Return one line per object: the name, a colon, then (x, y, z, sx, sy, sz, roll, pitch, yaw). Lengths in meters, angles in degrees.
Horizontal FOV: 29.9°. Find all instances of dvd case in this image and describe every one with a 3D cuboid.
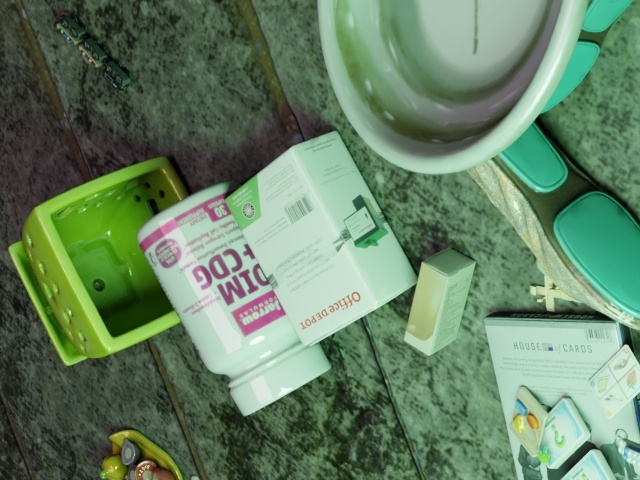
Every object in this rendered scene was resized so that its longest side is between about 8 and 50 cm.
dvd case: (0.285, 0.197, 1.354, 0.179, 0.029, 0.238, -2, 106, 44)

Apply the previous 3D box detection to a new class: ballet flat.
ballet flat: (0.245, -0.026, 1.260, 0.316, 0.107, 0.106, 56, 156, 17)
ballet flat: (0.253, -0.218, 1.186, 0.213, 0.072, 0.068, -57, 40, 41)

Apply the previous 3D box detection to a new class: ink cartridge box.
ink cartridge box: (0.000, 0.000, 1.493, 0.160, 0.092, 0.219, -33, 84, 46)

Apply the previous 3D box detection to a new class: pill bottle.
pill bottle: (-0.111, 0.077, 1.585, 0.160, 0.160, 0.283, -34, 84, 46)

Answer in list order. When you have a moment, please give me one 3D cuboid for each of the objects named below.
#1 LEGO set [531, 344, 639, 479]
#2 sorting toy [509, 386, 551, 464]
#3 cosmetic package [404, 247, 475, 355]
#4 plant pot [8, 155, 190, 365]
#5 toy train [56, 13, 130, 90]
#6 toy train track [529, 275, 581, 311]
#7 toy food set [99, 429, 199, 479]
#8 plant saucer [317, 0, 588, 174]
LEGO set: (0.310, 0.216, 1.239, 0.244, 0.060, 0.182, -57, 46, 42)
sorting toy: (0.240, 0.213, 1.352, 0.083, 0.012, 0.062, -127, 39, -51)
cosmetic package: (0.141, 0.072, 1.416, 0.041, 0.060, 0.115, 31, 125, 31)
plant pot: (-0.299, 0.042, 1.714, 0.207, 0.227, 0.228, -30, 87, 53)
toy train: (-0.330, -0.273, 1.738, 0.158, 0.027, 0.036, 46, 144, 19)
toy train track: (0.266, 0.061, 1.323, 0.083, 0.014, 0.048, 9, 114, 41)
toy food set: (-0.292, 0.401, 1.967, 0.218, 0.071, 0.128, 27, 125, 33)
plant saucer: (0.145, -0.265, 1.186, 0.400, 0.100, 0.400, 2, 93, 56)
